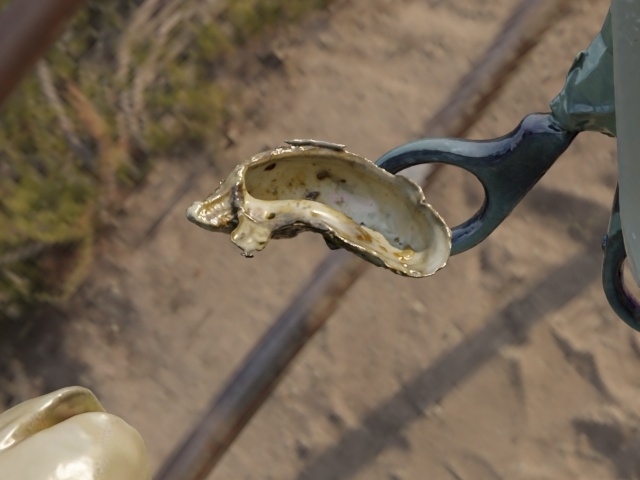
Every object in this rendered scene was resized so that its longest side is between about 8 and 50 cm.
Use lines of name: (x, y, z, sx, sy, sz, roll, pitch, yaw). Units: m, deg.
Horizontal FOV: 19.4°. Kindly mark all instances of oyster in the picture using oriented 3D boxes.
oyster: (0.000, 0.000, 0.713, 0.083, 0.038, 0.080, 43, 53, 18)

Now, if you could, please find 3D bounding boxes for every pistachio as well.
pistachio: (-0.241, 0.272, 1.452, 0.208, 0.226, 0.332, 18, 89, 49)

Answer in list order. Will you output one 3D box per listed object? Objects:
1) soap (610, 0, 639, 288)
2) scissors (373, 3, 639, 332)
soap: (0.150, -0.079, 0.584, 0.121, 0.183, 0.064, -23, 28, -36)
scissors: (0.190, -0.095, 1.117, 0.029, 0.256, 0.383, -75, 6, -48)
